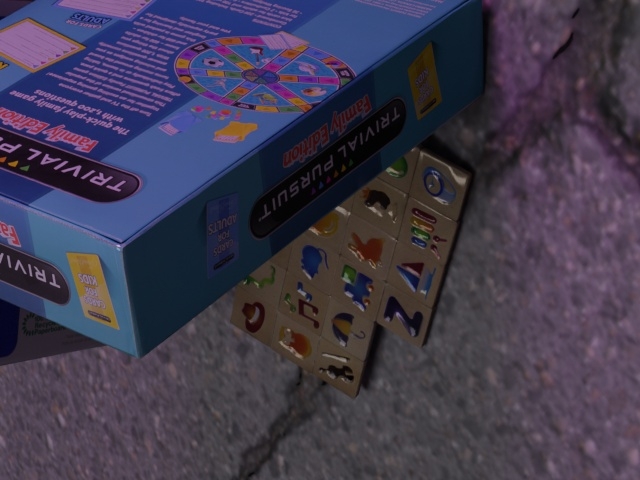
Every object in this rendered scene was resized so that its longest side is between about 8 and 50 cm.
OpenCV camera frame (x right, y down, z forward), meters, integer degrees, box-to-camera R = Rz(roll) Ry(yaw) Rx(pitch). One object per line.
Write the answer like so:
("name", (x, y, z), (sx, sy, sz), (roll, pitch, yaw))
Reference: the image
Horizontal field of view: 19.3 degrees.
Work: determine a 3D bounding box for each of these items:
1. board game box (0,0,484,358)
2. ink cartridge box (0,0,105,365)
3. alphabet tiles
("board game box", (-0.097, -0.080, 1.160), (0.253, 0.336, 0.079), (20, 131, 33))
("ink cartridge box", (-0.221, -0.066, 1.289), (0.072, 0.303, 0.307), (9, 99, 33))
("alphabet tiles", (0.000, 0.000, 1.350), (0.198, 0.009, 0.237), (30, 132, 20))
